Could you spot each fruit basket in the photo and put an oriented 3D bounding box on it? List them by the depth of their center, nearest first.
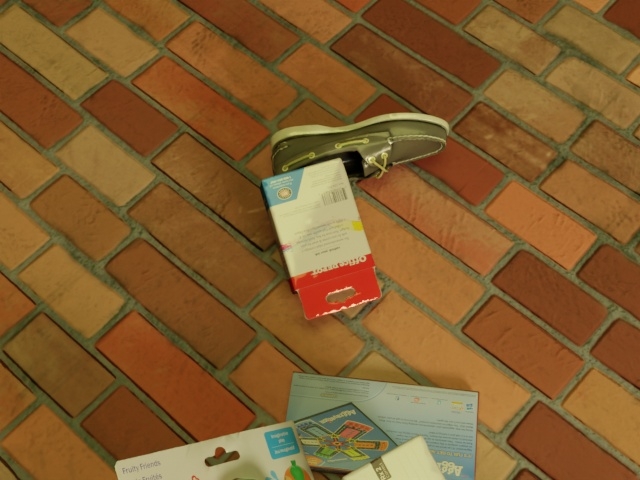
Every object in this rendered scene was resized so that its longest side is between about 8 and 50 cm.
[{"bbox_3d":[-0.069,0.407,1.209,0.165,0.327,0.352,-26,74,36],"label":"fruit basket"}]

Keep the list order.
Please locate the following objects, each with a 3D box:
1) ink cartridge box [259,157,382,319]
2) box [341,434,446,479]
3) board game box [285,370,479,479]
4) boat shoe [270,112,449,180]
[{"bbox_3d":[0.000,0.000,1.558,0.134,0.078,0.230,-16,86,-8],"label":"ink cartridge box"},{"bbox_3d":[0.119,0.373,1.288,0.119,0.182,0.181,-27,71,-9],"label":"box"},{"bbox_3d":[0.089,0.278,1.449,0.282,0.027,0.145,6,59,4],"label":"board game box"},{"bbox_3d":[0.068,-0.145,1.657,0.305,0.109,0.091,-6,60,4],"label":"boat shoe"}]
